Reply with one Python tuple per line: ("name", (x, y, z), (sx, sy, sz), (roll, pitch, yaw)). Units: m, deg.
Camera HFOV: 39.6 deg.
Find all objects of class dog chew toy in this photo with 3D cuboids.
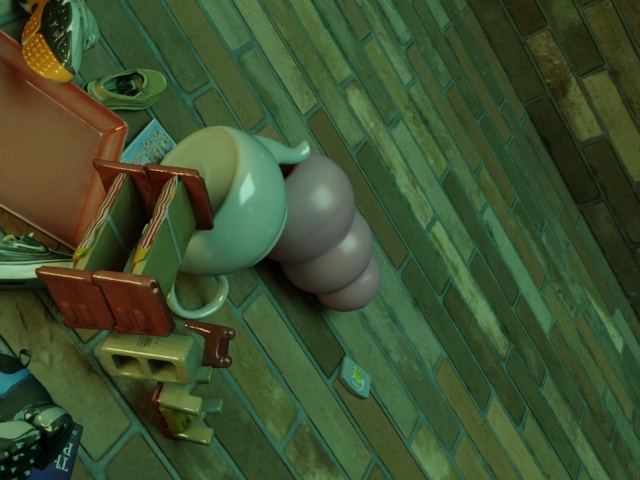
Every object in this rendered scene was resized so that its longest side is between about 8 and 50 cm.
("dog chew toy", (0.000, 0.000, 1.601), (0.332, 0.206, 0.206), (55, 35, -30))

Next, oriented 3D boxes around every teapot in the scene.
("teapot", (-0.145, -0.038, 1.389), (0.187, 0.256, 0.252), (37, 36, -43))

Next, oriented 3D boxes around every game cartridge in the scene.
("game cartridge", (0.066, 0.265, 1.691), (0.083, 0.017, 0.056), (42, 45, -32))

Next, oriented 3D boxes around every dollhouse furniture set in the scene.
("dollhouse furniture set", (-0.228, 0.094, 1.223), (0.374, 0.152, 0.201), (82, 18, -47))

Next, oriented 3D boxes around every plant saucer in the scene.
("plant saucer", (-0.405, -0.132, 1.247), (0.258, 0.047, 0.259), (37, 44, -37))

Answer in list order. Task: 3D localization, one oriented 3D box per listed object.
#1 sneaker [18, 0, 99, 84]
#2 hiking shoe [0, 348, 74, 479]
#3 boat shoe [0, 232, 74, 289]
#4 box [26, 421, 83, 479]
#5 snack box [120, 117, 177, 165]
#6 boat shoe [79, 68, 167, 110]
("sneaker", (-0.367, -0.307, 1.308), (0.121, 0.099, 0.262), (41, 21, -46))
("hiking shoe", (-0.401, 0.201, 0.867), (0.304, 0.113, 0.132), (-10, 49, -48))
("boat shoe", (-0.387, 0.023, 1.157), (0.219, 0.078, 0.070), (2, 71, -51))
("box", (-0.412, 0.250, 0.977), (0.261, 0.103, 0.184), (37, 47, -37))
("snack box", (-0.290, -0.125, 1.421), (0.064, 0.022, 0.178), (52, 37, -20))
("boat shoe", (-0.302, -0.246, 1.429), (0.190, 0.072, 0.068), (-36, 101, -55))
